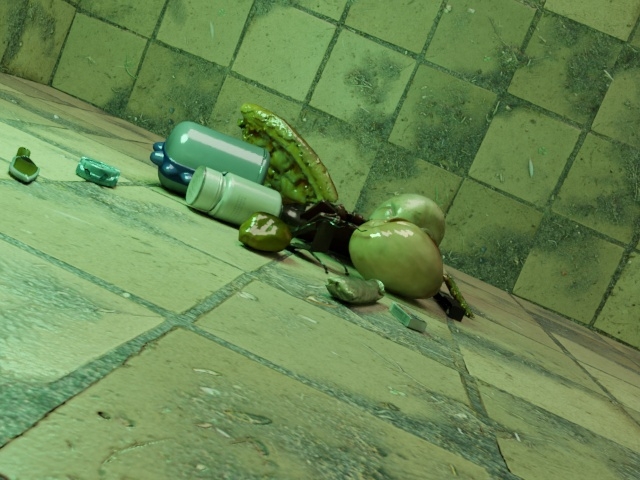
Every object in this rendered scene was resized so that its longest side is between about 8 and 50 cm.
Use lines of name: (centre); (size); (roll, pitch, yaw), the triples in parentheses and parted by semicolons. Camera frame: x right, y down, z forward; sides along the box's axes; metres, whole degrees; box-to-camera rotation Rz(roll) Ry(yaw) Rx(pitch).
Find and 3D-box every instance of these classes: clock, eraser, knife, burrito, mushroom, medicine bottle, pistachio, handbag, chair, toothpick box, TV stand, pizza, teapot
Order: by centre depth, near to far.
knife: (-0.661, -0.174, 1.525); (0.061, 0.027, 0.343); (25, 6, -25)
burrito: (0.092, 0.122, 1.683); (0.082, 0.059, 0.275); (34, 10, 22)
eraser: (0.218, 0.190, 1.695); (0.052, 0.029, 0.122); (21, 7, -22)
clock: (-0.574, -0.175, 1.746); (0.108, 0.045, 0.147); (20, 8, -17)
pistachio: (-0.137, -0.019, 1.792); (0.110, 0.100, 0.189); (23, 4, 29)
chair: (0.000, 0.000, 1.964); (0.213, 0.149, 0.174); (22, 9, 34)
medicine bottle: (-0.254, -0.120, 1.997); (0.258, 0.144, 0.143); (21, 7, -28)
pistachio: (0.230, 0.049, 2.046); (0.308, 0.230, 0.230); (39, 2, -19)
toothpick box: (-0.360, -0.231, 2.144); (0.354, 0.263, 0.263); (21, 7, -15)
TV stand: (0.413, 0.205, 2.192); (0.048, 0.040, 0.256); (22, 7, -5)
handbag: (0.066, -0.030, 2.243); (0.259, 0.084, 0.275); (23, -19, -13)
pizza: (-0.162, -0.281, 2.291); (0.434, 0.392, 0.080); (-3, 22, 35)
pizza: (0.476, 0.210, 2.297); (0.185, 0.036, 0.176); (51, 11, -51)
teapot: (-0.117, -0.107, 2.455); (0.165, 0.119, 0.130); (25, 6, 16)
mushroom: (0.329, -0.004, 2.500); (0.356, 0.315, 0.315); (52, 2, -11)

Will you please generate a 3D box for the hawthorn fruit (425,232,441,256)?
hawthorn fruit: (0.294, 0.045, 2.241); (0.196, 0.197, 0.225); (29, -19, 36)
